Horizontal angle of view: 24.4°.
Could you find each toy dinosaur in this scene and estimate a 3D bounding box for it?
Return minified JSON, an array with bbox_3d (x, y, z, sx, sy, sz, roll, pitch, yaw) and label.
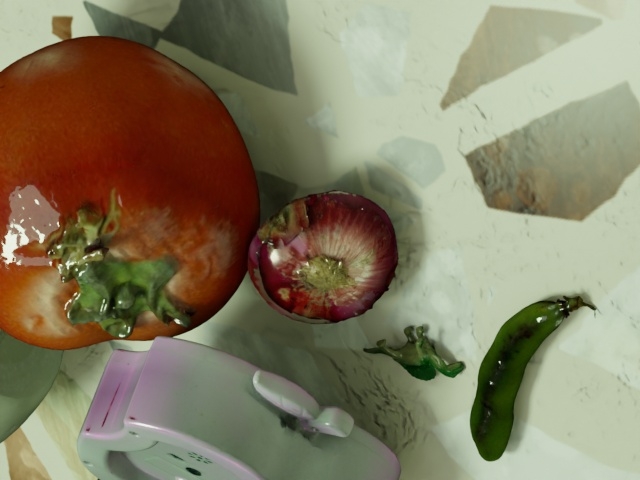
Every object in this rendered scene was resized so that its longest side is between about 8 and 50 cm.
[{"bbox_3d":[0.088,0.120,1.509,0.119,0.029,0.060,-10,118,43],"label":"toy dinosaur"}]

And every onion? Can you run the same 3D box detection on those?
[{"bbox_3d":[0.000,0.000,1.474,0.150,0.140,0.150,-4,123,-6],"label":"onion"}]

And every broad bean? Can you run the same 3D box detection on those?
[{"bbox_3d":[0.186,0.127,1.419,0.069,0.039,0.227,36,131,13],"label":"broad bean"}]

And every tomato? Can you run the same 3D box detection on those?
[{"bbox_3d":[-0.224,-0.050,1.499,0.321,0.321,0.321,20,124,32],"label":"tomato"}]

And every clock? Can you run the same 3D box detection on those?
[{"bbox_3d":[-0.088,0.225,1.546,0.338,0.102,0.338,17,155,8],"label":"clock"}]

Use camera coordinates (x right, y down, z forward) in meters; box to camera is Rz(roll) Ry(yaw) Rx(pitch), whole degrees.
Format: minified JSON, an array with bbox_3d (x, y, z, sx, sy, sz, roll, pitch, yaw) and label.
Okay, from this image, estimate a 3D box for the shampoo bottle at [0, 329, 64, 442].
[{"bbox_3d":[-0.482,0.118,1.779,0.317,0.322,0.322,-24,96,37],"label":"shampoo bottle"}]
